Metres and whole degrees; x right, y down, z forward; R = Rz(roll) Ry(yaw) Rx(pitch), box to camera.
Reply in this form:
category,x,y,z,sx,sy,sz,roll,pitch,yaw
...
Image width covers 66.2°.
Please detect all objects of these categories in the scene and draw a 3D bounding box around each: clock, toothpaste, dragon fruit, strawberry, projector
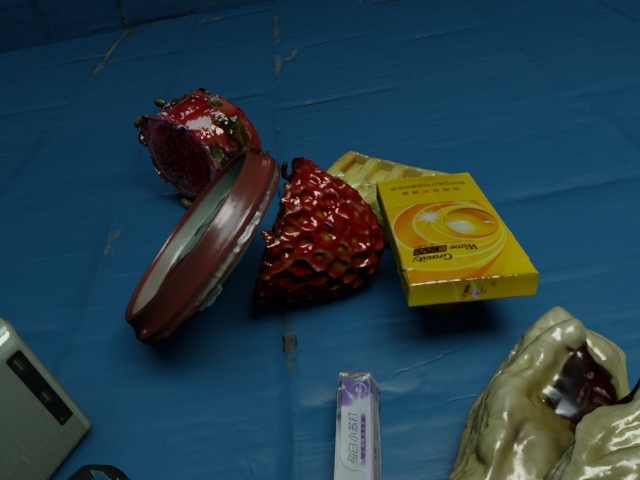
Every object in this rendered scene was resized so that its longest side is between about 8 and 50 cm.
category,x,y,z,sx,sy,sz,roll,pitch,yaw
clock,-0.163,0.008,0.710,0.318,0.080,0.318,-45,21,23
toothpaste,0.040,0.233,0.523,0.047,0.040,0.196,-6,40,10
dragon fruit,-0.242,-0.174,0.947,0.282,0.211,0.147,28,58,11
strawberry,0.000,0.000,0.728,0.178,0.234,0.234,19,41,-8
projector,-0.394,0.191,0.523,0.163,0.243,0.177,10,43,21

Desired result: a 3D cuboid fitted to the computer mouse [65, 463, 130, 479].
category,x,y,z,sx,sy,sz,roll,pitch,yaw
computer mouse,-0.257,0.294,0.518,0.135,0.047,0.079,-31,49,-9

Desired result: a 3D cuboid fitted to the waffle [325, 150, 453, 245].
category,x,y,z,sx,sy,sz,roll,pitch,yaw
waffle,0.107,-0.074,0.858,0.274,0.057,0.168,21,50,33

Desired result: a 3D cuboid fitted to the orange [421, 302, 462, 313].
category,x,y,z,sx,sy,sz,roll,pitch,yaw
orange,0.162,0.058,0.671,0.083,0.084,0.083,-7,40,6

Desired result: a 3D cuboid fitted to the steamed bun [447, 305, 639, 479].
category,x,y,z,sx,sy,sz,roll,pitch,yaw
steamed bun,0.222,0.216,0.394,0.247,0.189,0.428,26,51,27

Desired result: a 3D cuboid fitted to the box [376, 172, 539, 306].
category,x,y,z,sx,sy,sz,roll,pitch,yaw
box,0.168,-0.016,0.671,0.152,0.043,0.269,-7,32,0
